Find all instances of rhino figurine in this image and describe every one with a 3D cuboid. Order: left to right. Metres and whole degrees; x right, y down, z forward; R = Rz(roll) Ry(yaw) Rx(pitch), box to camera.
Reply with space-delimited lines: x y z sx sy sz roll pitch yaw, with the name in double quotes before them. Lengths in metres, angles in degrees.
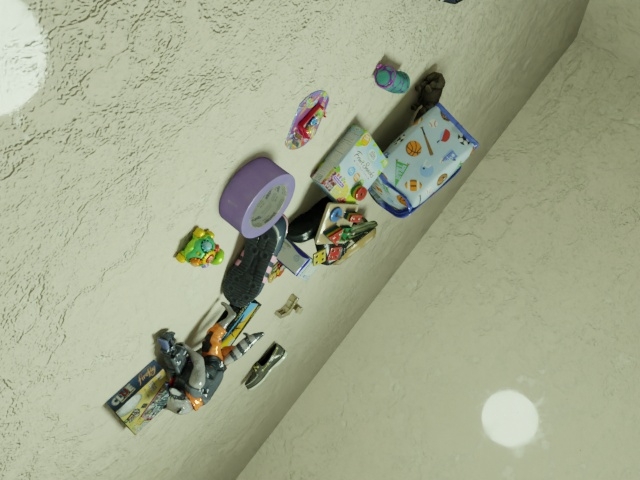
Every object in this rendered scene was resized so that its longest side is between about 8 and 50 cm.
"rhino figurine" 0.372 -0.483 1.936 0.106 0.073 0.243 -42 161 -21

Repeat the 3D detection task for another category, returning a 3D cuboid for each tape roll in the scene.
"tape roll" -0.152 -0.103 1.361 0.189 0.080 0.189 -44 160 -21

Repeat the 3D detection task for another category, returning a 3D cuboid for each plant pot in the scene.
"plant pot" 0.137 0.030 2.246 0.236 0.032 0.236 -37 178 -2

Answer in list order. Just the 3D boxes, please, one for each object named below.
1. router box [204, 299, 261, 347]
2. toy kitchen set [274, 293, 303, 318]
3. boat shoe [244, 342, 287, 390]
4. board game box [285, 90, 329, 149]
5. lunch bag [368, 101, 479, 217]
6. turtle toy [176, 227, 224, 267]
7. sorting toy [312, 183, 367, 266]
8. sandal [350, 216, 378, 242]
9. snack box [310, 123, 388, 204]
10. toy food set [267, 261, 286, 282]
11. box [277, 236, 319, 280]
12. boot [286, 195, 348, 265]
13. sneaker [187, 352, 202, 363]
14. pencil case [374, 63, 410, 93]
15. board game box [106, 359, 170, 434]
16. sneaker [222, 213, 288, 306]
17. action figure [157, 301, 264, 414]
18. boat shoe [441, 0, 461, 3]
"router box" -0.277 0.260 1.788 0.179 0.046 0.133 -53 162 2
"toy kitchen set" -0.116 0.264 2.149 0.083 0.068 0.075 -60 161 20
"boat shoe" -0.242 0.530 2.349 0.228 0.068 0.081 -45 -159 -9
"board game box" -0.020 -0.293 1.402 0.133 0.033 0.168 -28 150 -51
"lunch bag" 0.331 -0.255 1.950 0.328 0.239 0.385 -42 -179 -4
"turtle toy" -0.275 0.028 1.327 0.095 0.066 0.130 -54 162 5
"sorting toy" 0.057 -0.036 1.677 0.132 0.046 0.274 -2 119 -46
"sandal" 0.138 -0.055 2.123 0.120 0.086 0.303 -37 171 14
"snack box" 0.091 -0.214 1.677 0.207 0.070 0.174 -53 140 -4
"toy food set" -0.144 0.102 1.858 0.082 0.020 0.083 -60 160 21
"box" -0.083 0.055 1.751 0.072 0.126 0.137 -50 161 -1
"boot" 0.000 0.000 1.783 0.246 0.094 0.207 -44 133 -41
"sneaker" -0.415 0.442 1.782 0.098 0.083 0.223 -3 124 -43
"pencil case" 0.205 -0.458 1.588 0.064 0.070 0.152 -22 178 26
"board game box" -0.506 0.455 1.602 0.165 0.042 0.243 -43 159 -27
"sneaker" -0.172 0.055 1.571 0.319 0.112 0.131 -57 177 33
"action figure" -0.325 0.342 1.580 0.330 0.178 0.341 -55 158 -26
"boat shoe" 0.230 -0.597 1.239 0.340 0.158 0.127 -35 155 -43
